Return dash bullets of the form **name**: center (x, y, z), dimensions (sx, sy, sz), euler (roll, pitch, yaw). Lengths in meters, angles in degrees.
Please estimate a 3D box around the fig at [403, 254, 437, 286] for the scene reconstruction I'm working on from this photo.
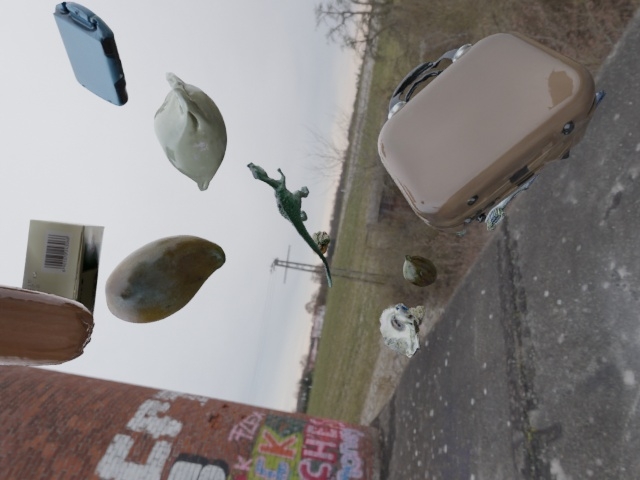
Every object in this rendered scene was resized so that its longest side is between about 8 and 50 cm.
- **fig**: center (0.334, 0.095, 1.434), dimensions (0.155, 0.109, 0.103), euler (52, -175, -35)

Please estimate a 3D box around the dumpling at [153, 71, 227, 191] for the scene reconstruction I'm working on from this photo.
- **dumpling**: center (-0.264, -0.223, 0.838), dimensions (0.179, 0.131, 0.252), euler (56, 161, 32)

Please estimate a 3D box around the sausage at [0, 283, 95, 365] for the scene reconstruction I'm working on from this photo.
- **sausage**: center (-0.383, 0.076, 0.413), dimensions (0.086, 0.289, 0.086), euler (-31, 50, 47)

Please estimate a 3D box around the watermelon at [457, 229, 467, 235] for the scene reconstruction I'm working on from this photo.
- **watermelon**: center (0.463, -0.100, 1.419), dimensions (0.187, 0.139, 0.071), euler (62, -176, 24)

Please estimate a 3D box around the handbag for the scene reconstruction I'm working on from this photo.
- **handbag**: center (0.235, -0.192, 0.682), dimensions (0.283, 0.302, 0.149), euler (56, -164, 27)

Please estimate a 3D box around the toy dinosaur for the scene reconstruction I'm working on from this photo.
- **toy dinosaur**: center (-0.044, -0.064, 1.084), dimensions (0.383, 0.076, 0.129), euler (50, -141, -15)

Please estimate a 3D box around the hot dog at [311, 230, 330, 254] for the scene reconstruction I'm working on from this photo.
- **hot dog**: center (0.000, 0.000, 1.209), dimensions (0.133, 0.056, 0.041), euler (-93, 0, -65)

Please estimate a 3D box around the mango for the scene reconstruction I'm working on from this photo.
- **mango**: center (-0.399, 0.092, 1.080), dimensions (0.193, 0.316, 0.146), euler (61, 173, -15)

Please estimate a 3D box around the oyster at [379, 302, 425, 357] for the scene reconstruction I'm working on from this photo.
- **oyster**: center (0.310, 0.332, 1.578), dimensions (0.223, 0.083, 0.214), euler (15, 111, 53)

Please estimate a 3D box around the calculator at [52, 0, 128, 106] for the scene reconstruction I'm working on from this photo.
- **calculator**: center (-0.600, -0.482, 1.109), dimensions (0.051, 0.173, 0.293), euler (-58, -3, -31)

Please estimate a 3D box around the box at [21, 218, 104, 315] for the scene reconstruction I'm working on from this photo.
- **box**: center (-0.506, 0.069, 0.827), dimensions (0.168, 0.095, 0.212), euler (-176, 92, -73)

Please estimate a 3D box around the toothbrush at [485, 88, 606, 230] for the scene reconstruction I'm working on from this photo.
- **toothbrush**: center (0.497, -0.165, 0.960), dimensions (0.413, 0.035, 0.042), euler (110, 172, -49)
